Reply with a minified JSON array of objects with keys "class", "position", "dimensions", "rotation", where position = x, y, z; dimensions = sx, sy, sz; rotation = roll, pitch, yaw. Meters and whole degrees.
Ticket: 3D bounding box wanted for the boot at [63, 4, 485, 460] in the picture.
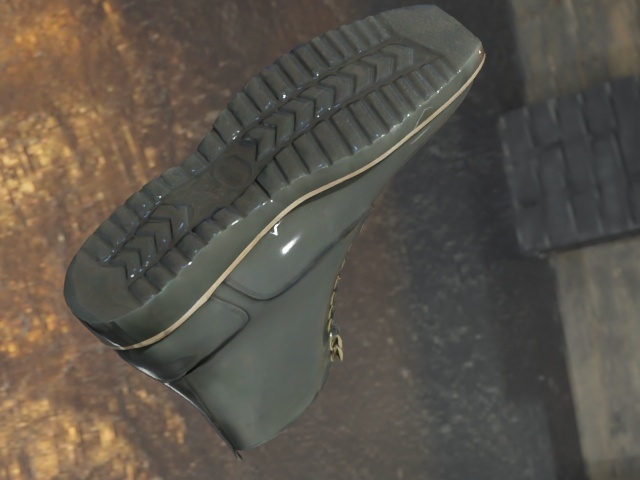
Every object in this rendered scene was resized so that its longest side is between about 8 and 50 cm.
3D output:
[{"class":"boot","position":[0.000,0.000,0.589],"dimensions":[0.077,0.198,0.137],"rotation":[53,-2,44]}]
